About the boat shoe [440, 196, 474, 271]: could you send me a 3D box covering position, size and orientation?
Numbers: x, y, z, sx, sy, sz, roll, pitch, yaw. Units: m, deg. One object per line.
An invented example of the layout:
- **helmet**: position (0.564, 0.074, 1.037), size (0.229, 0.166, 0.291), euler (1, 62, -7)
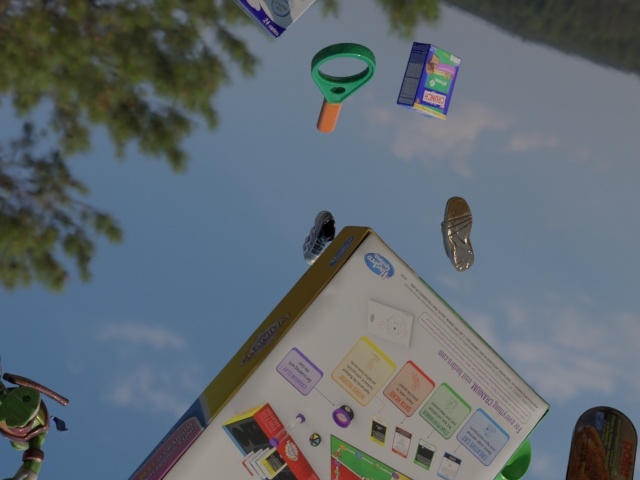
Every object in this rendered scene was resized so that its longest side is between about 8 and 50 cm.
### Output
- **boat shoe**: position (0.210, -0.014, 1.855), size (0.050, 0.135, 0.045), euler (-20, -145, -19)

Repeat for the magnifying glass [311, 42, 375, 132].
- **magnifying glass**: position (0.024, -0.221, 1.722), size (0.092, 0.231, 0.026), euler (0, -114, -8)

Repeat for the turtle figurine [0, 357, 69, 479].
- **turtle figurine**: position (-0.513, 0.296, 1.789), size (0.274, 0.266, 0.198), euler (-8, -120, -16)

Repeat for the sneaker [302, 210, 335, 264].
- **sneaker**: position (0.000, 0.000, 2.018), size (0.038, 0.098, 0.069), euler (14, -171, -16)

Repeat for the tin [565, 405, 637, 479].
- **tin**: position (0.462, 0.366, 1.933), size (0.106, 0.190, 0.040), euler (12, 152, 8)

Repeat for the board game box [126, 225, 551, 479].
- **board game box**: position (0.013, 0.183, 1.001), size (0.242, 0.316, 0.064), euler (45, 168, -16)

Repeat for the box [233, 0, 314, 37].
- **box**: position (-0.070, -0.404, 1.812), size (0.126, 0.137, 0.072), euler (44, 180, -19)

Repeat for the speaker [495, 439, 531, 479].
- **speaker**: position (0.297, 0.433, 2.474), size (0.131, 0.131, 0.296), euler (11, 172, -38)

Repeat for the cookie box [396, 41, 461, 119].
- **cookie box**: position (0.180, -0.262, 1.939), size (0.040, 0.107, 0.091), euler (17, -178, 42)
